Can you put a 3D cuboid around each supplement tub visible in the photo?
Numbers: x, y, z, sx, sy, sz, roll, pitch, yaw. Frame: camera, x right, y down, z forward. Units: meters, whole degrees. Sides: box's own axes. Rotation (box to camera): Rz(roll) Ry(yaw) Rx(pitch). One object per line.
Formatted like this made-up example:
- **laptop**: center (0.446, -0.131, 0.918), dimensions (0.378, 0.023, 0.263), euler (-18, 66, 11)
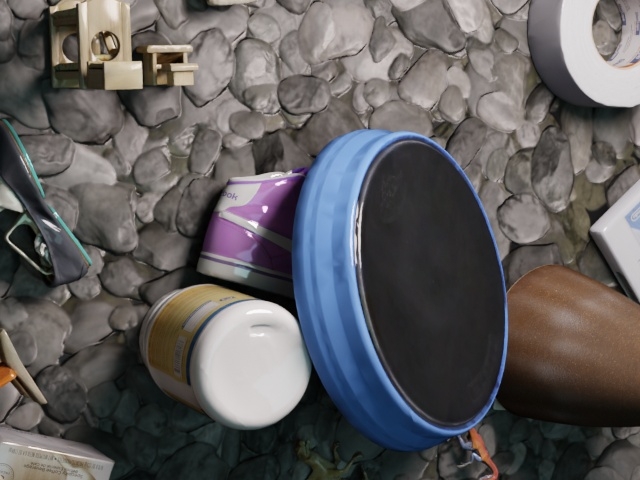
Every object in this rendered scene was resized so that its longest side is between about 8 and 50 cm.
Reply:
- **supplement tub**: center (-0.114, 0.127, 1.606), dimensions (0.144, 0.200, 0.144), euler (-4, 99, -29)

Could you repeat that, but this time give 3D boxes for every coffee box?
- **coffee box**: center (-0.338, 0.342, 1.566), dimensions (0.141, 0.098, 0.246), euler (16, 88, -29)

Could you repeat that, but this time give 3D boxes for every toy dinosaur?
- **toy dinosaur**: center (0.208, 0.283, 1.877), dimensions (0.082, 0.090, 0.047), euler (41, 57, 19)
- **toy dinosaur**: center (0.023, 0.325, 1.801), dimensions (0.093, 0.053, 0.183), euler (-21, 99, -9)

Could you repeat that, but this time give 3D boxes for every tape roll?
- **tape roll**: center (0.388, -0.289, 1.905), dimensions (0.219, 0.072, 0.219), euler (-3, 97, -29)

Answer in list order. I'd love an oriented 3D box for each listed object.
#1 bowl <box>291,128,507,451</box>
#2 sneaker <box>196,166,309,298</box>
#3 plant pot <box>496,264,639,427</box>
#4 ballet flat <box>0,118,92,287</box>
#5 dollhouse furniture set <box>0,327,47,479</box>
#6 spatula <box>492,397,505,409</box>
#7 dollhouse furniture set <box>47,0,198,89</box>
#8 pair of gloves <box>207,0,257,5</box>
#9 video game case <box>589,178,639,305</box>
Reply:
- **bowl**: center (0.109, 0.054, 1.680), dimensions (0.391, 0.077, 0.391), euler (24, 60, -52)
- **sneaker**: center (0.000, 0.000, 1.712), dimensions (0.282, 0.102, 0.161), euler (18, 84, -29)
- **plant pot**: center (0.373, 0.157, 1.842), dimensions (0.215, 0.230, 0.215), euler (-9, 104, -36)
- **ballet flat**: center (-0.325, -0.033, 1.546), dimensions (0.074, 0.074, 0.203), euler (-36, 114, -21)
- **dollhouse furniture set**: center (-0.396, 0.217, 1.429), dimensions (0.262, 0.259, 0.135), euler (-34, 101, -19)
- **spatula**: center (0.214, 0.144, 1.896), dimensions (0.242, 0.019, 0.168), euler (6, 99, -28)
- **dollhouse furniture set**: center (-0.191, -0.217, 1.530), dimensions (0.161, 0.182, 0.101), euler (-5, 99, -28)
- **pair of gloves**: center (-0.061, -0.395, 1.662), dimensions (0.240, 0.042, 0.204), euler (-23, 103, -27)
- **video game case**: center (0.572, -0.004, 2.061), dimensions (0.329, 0.036, 0.300), euler (-42, 114, -18)
